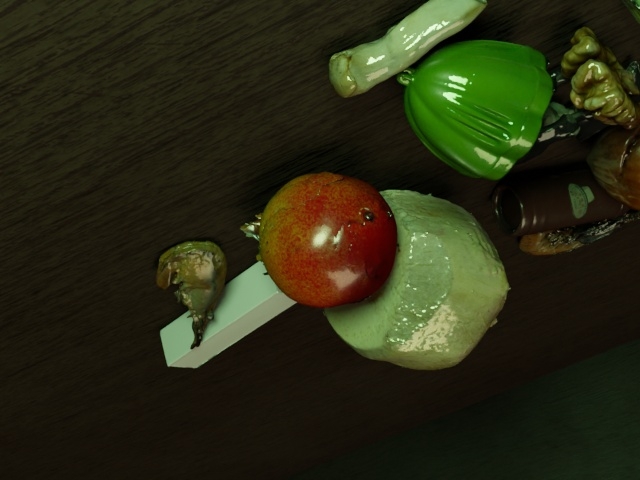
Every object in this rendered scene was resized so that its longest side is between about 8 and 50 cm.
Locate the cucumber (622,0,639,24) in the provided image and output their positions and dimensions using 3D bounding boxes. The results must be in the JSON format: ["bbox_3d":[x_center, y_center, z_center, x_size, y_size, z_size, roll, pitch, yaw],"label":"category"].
[{"bbox_3d":[0.473,-0.339,0.835,0.134,0.134,0.244,15,124,-48],"label":"cucumber"}]

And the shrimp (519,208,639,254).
[{"bbox_3d":[0.547,-0.040,1.493,0.290,0.054,0.222,-25,154,28],"label":"shrimp"}]

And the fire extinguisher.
[{"bbox_3d":[0.495,-0.091,1.315,0.343,0.102,0.138,-11,150,-17],"label":"fire extinguisher"}]

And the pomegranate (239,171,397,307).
[{"bbox_3d":[0.000,0.000,1.060,0.235,0.210,0.210,-1,162,28],"label":"pomegranate"}]

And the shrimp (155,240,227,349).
[{"bbox_3d":[-0.230,0.090,1.226,0.117,0.066,0.262,7,131,-17],"label":"shrimp"}]

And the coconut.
[{"bbox_3d":[0.167,0.075,1.214,0.254,0.297,0.297,7,143,-36],"label":"coconut"}]

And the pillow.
[{"bbox_3d":[0.447,-0.212,1.119,0.150,0.048,0.090,-34,153,32],"label":"pillow"}]

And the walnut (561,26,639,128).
[{"bbox_3d":[0.382,-0.212,0.976,0.069,0.143,0.170,-28,152,34],"label":"walnut"}]

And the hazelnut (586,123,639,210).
[{"bbox_3d":[0.546,-0.144,1.196,0.182,0.182,0.182,-15,153,-8],"label":"hazelnut"}]

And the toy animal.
[{"bbox_3d":[0.313,-0.171,1.031,0.225,0.094,0.121,-33,175,-47],"label":"toy animal"}]

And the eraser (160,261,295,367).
[{"bbox_3d":[-0.171,0.140,1.335,0.298,0.078,0.076,-34,149,27],"label":"eraser"}]

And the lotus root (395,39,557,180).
[{"bbox_3d":[0.169,-0.182,0.896,0.186,0.186,0.186,-15,153,-8],"label":"lotus root"}]

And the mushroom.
[{"bbox_3d":[0.098,-0.234,0.835,0.202,0.059,0.054,-27,169,16],"label":"mushroom"}]
